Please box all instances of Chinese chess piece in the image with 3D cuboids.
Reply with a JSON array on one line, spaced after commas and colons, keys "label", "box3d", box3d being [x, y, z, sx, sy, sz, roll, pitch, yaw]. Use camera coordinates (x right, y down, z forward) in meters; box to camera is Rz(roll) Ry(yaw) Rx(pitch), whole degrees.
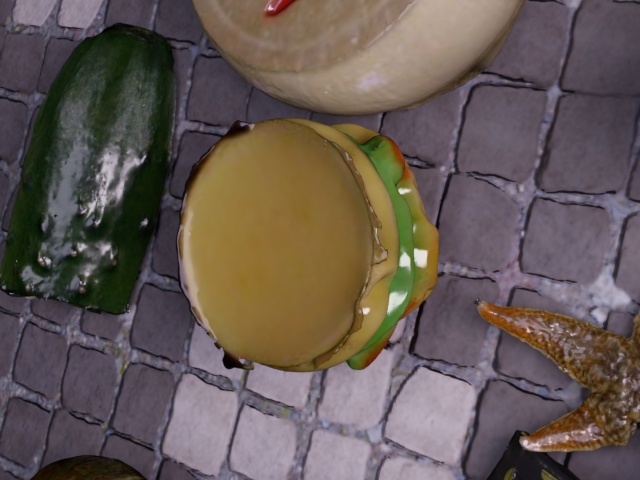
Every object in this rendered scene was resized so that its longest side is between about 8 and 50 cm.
[{"label": "Chinese chess piece", "box3d": [0.035, -0.278, 1.003, 0.338, 0.140, 0.338, -7, 77, 33]}]

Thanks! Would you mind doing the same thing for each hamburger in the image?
[{"label": "hamburger", "box3d": [0.000, 0.000, 0.971, 0.237, 0.149, 0.237, 0, 91, 36]}]

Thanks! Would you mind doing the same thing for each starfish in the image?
[{"label": "starfish", "box3d": [0.251, 0.077, 0.840, 0.247, 0.050, 0.138, -18, 71, 18]}]

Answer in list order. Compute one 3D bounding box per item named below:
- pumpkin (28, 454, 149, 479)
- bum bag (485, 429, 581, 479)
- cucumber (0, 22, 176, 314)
[{"label": "pumpkin", "box3d": [-0.206, 0.306, 1.062, 0.219, 0.162, 0.219, 16, 117, 35]}, {"label": "bum bag", "box3d": [0.215, 0.239, 0.826, 0.232, 0.060, 0.106, 32, 109, 37]}, {"label": "cucumber", "box3d": [-0.243, -0.083, 1.190, 0.145, 0.105, 0.325, 15, 87, 37]}]
